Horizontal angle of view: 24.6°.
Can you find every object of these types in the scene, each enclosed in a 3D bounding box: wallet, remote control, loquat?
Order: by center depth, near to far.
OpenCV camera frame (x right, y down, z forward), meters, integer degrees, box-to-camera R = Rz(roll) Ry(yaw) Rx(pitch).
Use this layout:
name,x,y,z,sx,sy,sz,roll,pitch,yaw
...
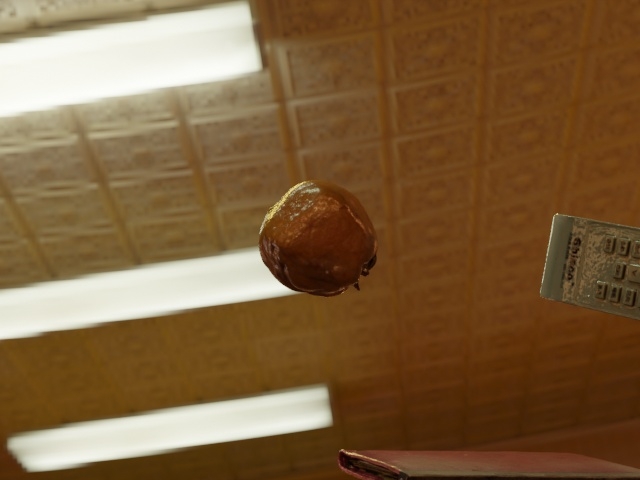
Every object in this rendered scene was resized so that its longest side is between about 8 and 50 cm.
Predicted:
name,x,y,z,sx,sy,sz,roll,pitch,yaw
remote control,0.212,0.022,0.953,0.029,0.061,0.162,5,6,-45
wallet,0.139,0.183,1.155,0.232,0.025,0.119,6,0,-26
loquat,0.000,0.000,1.647,0.137,0.137,0.113,-9,-16,-1
